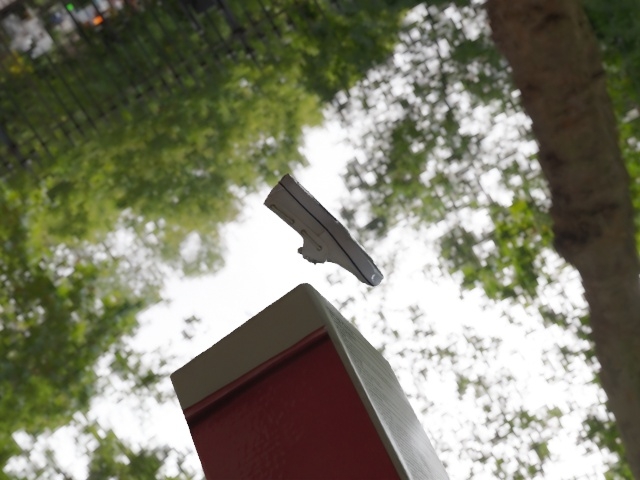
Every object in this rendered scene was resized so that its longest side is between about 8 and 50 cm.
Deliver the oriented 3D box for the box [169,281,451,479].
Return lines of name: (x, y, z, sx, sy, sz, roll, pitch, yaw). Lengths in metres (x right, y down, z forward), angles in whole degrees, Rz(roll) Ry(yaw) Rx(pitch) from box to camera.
box: (0.013, 0.171, 0.754, 0.127, 0.148, 0.232, -35, -132, 7)

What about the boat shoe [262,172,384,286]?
boat shoe: (0.000, 0.000, 0.751, 0.035, 0.100, 0.035, -45, 172, 7)
